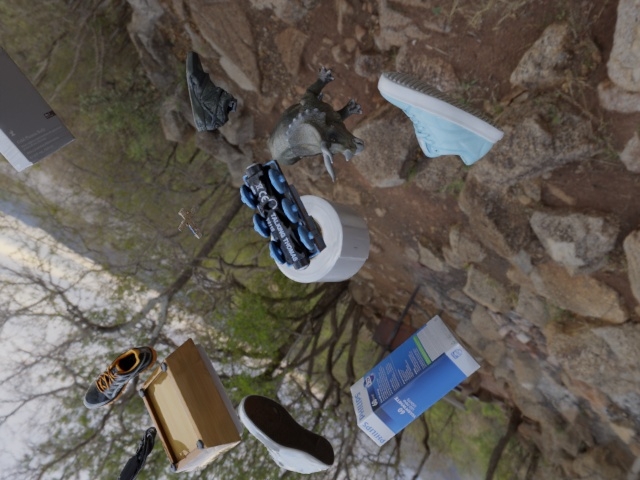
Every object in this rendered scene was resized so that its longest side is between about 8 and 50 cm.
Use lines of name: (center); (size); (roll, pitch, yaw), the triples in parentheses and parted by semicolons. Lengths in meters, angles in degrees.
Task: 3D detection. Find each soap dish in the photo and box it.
soap dish: (-0.348, 0.439, 1.132); (0.118, 0.229, 0.291); (-9, -119, -52)

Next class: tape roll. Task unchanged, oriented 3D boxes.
tape roll: (0.000, 0.000, 1.267); (0.246, 0.246, 0.169); (21, -172, 33)

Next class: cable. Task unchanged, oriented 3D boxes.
cable: (-0.507, 0.612, 1.200); (0.047, 0.185, 0.151); (26, 143, -6)

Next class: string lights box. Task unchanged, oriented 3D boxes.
string lights box: (0.186, 0.286, 0.905); (0.077, 0.259, 0.133); (46, -172, -13)

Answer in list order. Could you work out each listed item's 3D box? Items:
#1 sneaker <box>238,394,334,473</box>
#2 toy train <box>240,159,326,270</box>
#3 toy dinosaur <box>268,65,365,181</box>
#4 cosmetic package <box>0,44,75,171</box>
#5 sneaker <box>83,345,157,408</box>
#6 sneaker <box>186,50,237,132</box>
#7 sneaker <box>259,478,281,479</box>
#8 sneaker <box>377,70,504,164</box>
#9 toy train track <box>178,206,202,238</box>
sneaker: (-0.105, 0.484, 1.040); (0.290, 0.123, 0.106); (44, -154, -19)
toy train: (-0.061, -0.040, 0.700); (0.184, 0.080, 0.105); (63, -165, -3)
toy dinosaur: (-0.033, -0.188, 0.741); (0.121, 0.160, 0.313); (50, 159, -22)
cosmetic package: (-0.691, -0.289, 0.962); (0.107, 0.127, 0.238); (-6, 126, 40)
sneaker: (-0.546, 0.358, 1.157); (0.084, 0.215, 0.083); (43, 168, 18)
sneaker: (-0.314, -0.435, 1.250); (0.130, 0.228, 0.087); (-13, 177, -9)
sneaker: (-0.132, 0.597, 0.969); (0.111, 0.129, 0.297); (61, 165, 25)
sneaker: (0.276, -0.275, 1.053); (0.365, 0.150, 0.135); (19, -148, -22)
toy train track: (-0.227, -0.030, 0.748); (0.014, 0.048, 0.083); (20, 155, 19)
